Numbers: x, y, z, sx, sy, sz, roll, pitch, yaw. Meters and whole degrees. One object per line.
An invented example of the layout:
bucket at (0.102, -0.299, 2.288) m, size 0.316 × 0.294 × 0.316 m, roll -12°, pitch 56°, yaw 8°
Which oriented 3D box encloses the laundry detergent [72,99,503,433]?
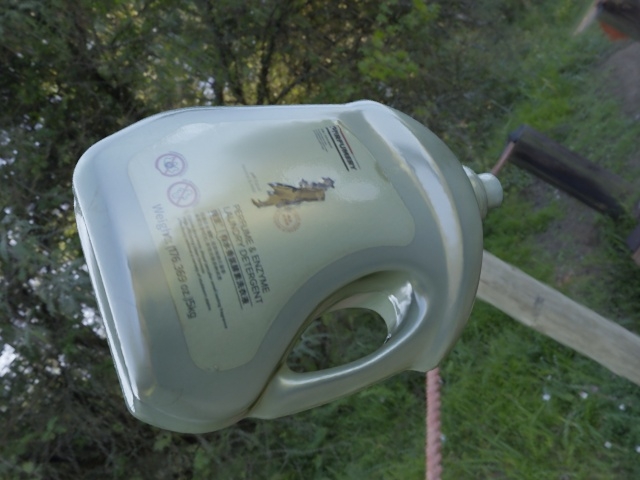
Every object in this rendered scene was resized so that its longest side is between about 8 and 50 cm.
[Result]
laundry detergent at (0.000, 0.000, 0.407) m, size 0.253 × 0.181 × 0.091 m, roll -14°, pitch -21°, yaw -23°
